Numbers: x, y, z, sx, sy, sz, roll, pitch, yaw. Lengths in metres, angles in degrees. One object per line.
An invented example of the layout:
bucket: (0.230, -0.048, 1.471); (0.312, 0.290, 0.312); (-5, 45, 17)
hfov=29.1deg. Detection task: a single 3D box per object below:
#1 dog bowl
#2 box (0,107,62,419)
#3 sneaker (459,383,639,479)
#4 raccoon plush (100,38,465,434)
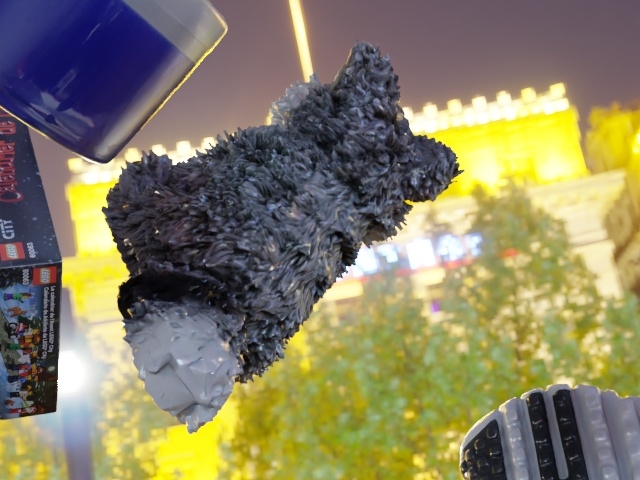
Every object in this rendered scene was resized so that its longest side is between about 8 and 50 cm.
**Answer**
dog bowl: (-0.182, -0.162, 0.655); (0.104, 0.265, 0.265); (-50, -26, 3)
box: (-0.235, -0.007, 0.919); (0.044, 0.233, 0.159); (-6, -44, -20)
sneaker: (0.253, 0.165, 0.945); (0.292, 0.110, 0.118); (-12, -31, 21)
raccoon plush: (0.000, 0.000, 1.051); (0.299, 0.446, 0.216); (-32, -63, 2)
